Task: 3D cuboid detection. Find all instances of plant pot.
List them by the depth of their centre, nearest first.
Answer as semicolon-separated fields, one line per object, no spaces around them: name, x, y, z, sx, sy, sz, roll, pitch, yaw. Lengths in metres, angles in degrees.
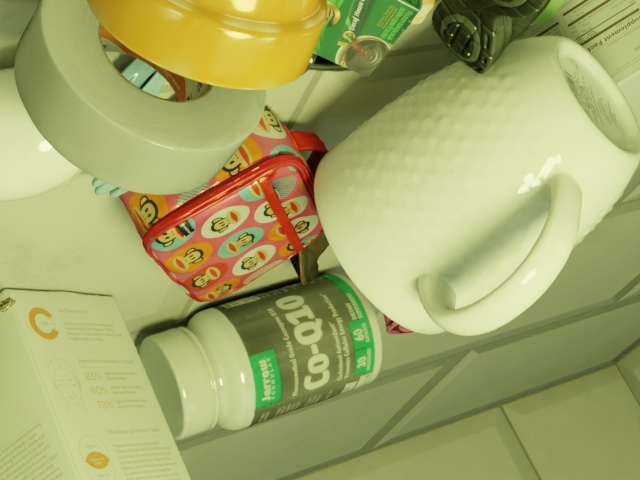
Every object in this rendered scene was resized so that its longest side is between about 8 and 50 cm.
plant pot;-0.071;-0.260;1.009;0.205;0.205;0.188;-8;137;-40

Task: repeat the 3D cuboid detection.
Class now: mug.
mug;0.198;-0.049;1.415;0.276;0.374;0.328;37;125;-26

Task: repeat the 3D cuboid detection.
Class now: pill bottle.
pill bottle;-0.097;0.191;1.984;0.361;0.204;0.204;-16;157;-28

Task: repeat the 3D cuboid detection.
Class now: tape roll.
tape roll;-0.161;-0.150;1.099;0.219;0.219;0.072;-7;152;-41

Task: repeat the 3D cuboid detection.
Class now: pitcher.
pitcher;-0.327;-0.093;1.203;0.207;0.125;0.178;-17;180;4

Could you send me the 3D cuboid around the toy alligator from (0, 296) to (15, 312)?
toy alligator;-0.484;0.106;1.554;0.190;0.056;0.051;-29;118;6

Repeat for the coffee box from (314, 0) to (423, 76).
coffee box;-0.006;-0.239;1.189;0.184;0.040;0.113;23;139;-17

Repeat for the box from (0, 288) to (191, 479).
box;-0.344;0.257;1.650;0.168;0.345;0.215;-36;157;25

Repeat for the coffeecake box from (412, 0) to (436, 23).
coffeecake box;0.079;-0.301;1.236;0.142;0.068;0.185;-11;154;-34

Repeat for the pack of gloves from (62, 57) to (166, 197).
pack of gloves;-0.199;-0.144;1.335;0.232;0.046;0.195;-42;157;9

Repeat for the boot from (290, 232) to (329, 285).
boot;0.000;0.000;1.827;0.106;0.082;0.219;-23;157;-2

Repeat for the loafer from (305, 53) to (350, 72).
loafer;-0.032;-0.215;1.291;0.223;0.078;0.076;-5;150;-44

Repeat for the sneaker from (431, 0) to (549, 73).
sneaker;0.203;-0.280;1.241;0.130;0.109;0.286;-42;178;-15

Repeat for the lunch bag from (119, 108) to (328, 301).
lunch bag;-0.101;-0.049;1.559;0.258;0.120;0.293;-31;159;-1

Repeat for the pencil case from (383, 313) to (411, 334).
pencil case;0.127;0.037;1.886;0.098;0.209;0.095;-24;160;36

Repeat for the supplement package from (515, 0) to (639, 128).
supplement package;0.389;-0.230;1.644;0.204;0.145;0.262;-32;158;24

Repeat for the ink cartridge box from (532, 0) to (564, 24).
ink cartridge box;0.246;-0.333;1.376;0.171;0.056;0.235;-13;157;-31
